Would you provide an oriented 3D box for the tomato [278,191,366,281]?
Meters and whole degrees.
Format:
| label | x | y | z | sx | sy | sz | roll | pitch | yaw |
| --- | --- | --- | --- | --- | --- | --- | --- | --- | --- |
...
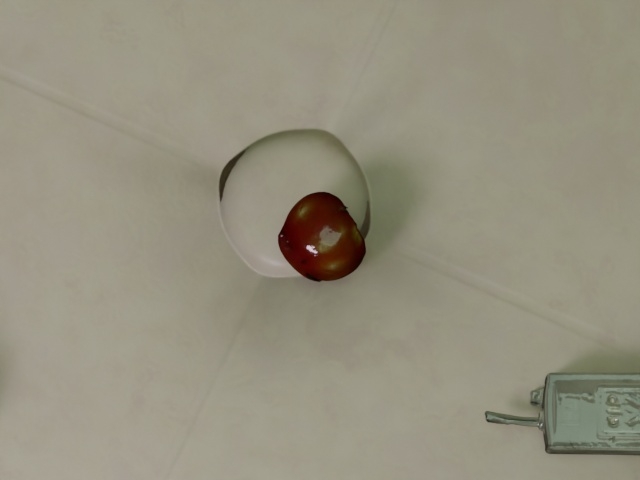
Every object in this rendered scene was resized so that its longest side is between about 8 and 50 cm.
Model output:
| label | x | y | z | sx | sy | sz | roll | pitch | yaw |
| --- | --- | --- | --- | --- | --- | --- | --- | --- | --- |
| tomato | 0.000 | 0.000 | 1.783 | 0.075 | 0.087 | 0.087 | -33 | 77 | -3 |

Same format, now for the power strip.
| label | x | y | z | sx | sy | sz | roll | pitch | yaw |
| --- | --- | --- | --- | --- | --- | --- | --- | --- | --- |
| power strip | 0.239 | 0.161 | 1.755 | 0.175 | 0.042 | 0.075 | -1 | 77 | 2 |
